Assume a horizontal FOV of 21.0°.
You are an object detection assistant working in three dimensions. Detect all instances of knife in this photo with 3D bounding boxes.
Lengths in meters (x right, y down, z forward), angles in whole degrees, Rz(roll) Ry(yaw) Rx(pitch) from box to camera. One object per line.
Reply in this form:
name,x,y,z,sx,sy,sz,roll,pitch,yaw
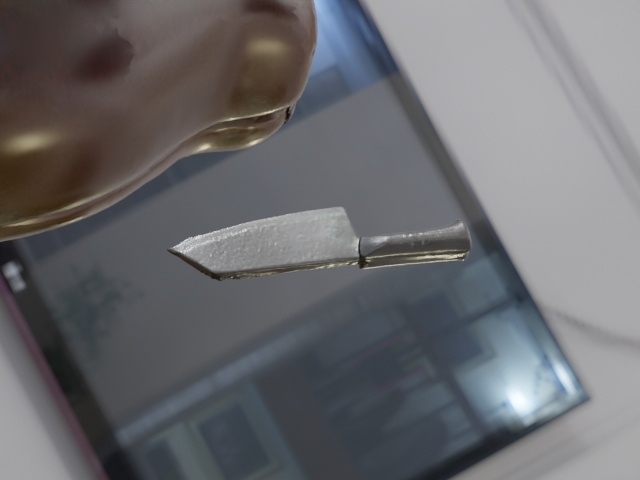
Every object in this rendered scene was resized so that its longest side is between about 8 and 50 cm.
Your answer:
knife,0.000,0.000,1.254,0.028,0.230,0.060,109,-32,-47

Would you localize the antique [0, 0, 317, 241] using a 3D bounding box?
antique,-0.141,-0.100,0.702,0.129,0.278,0.223,108,-21,-47
